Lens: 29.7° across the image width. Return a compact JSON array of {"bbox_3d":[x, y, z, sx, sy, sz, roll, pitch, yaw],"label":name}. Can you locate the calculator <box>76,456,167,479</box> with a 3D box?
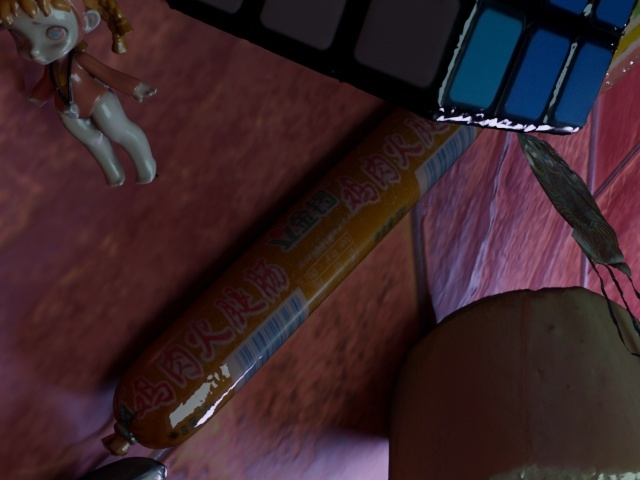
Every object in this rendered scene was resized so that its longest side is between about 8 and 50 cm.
[{"bbox_3d":[-0.173,0.237,0.638,0.268,0.040,0.177,-44,145,-29],"label":"calculator"}]

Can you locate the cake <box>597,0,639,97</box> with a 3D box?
[{"bbox_3d":[0.256,-0.197,0.914,0.225,0.090,0.109,-58,154,-8],"label":"cake"}]

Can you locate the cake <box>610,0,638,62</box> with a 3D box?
[{"bbox_3d":[0.175,-0.147,0.741,0.112,0.135,0.246,-56,139,-11],"label":"cake"}]

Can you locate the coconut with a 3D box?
[{"bbox_3d":[0.165,0.182,0.907,0.239,0.239,0.244,76,13,-49],"label":"coconut"}]

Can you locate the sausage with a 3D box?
[{"bbox_3d":[0.000,0.000,0.704,0.348,0.053,0.053,-45,146,-28],"label":"sausage"}]

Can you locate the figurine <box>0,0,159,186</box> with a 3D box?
[{"bbox_3d":[-0.098,-0.069,0.494,0.047,0.064,0.109,-67,146,-44],"label":"figurine"}]

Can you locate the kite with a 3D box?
[{"bbox_3d":[0.211,0.011,0.911,0.016,0.229,0.127,-39,140,25],"label":"kite"}]

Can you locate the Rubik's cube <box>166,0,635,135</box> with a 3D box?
[{"bbox_3d":[0.054,-0.150,0.559,0.162,0.163,0.160,-2,115,-59],"label":"Rubik's cube"}]
